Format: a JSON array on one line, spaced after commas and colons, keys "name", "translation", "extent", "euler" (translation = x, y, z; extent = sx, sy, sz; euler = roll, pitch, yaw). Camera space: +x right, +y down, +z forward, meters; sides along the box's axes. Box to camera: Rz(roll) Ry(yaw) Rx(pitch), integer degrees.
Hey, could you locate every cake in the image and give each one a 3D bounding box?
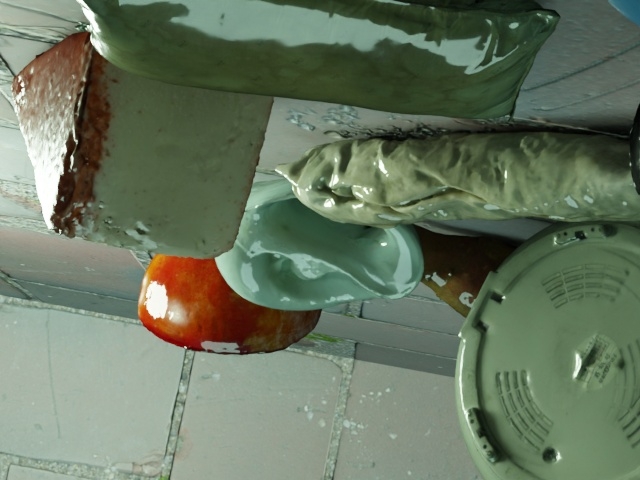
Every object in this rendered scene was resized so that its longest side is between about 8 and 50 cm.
[{"name": "cake", "translation": [-0.159, -0.065, 1.208], "extent": [0.158, 0.159, 0.262], "euler": [12, 172, -25]}]

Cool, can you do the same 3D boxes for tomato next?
[{"name": "tomato", "translation": [-0.097, 0.035, 1.757], "extent": [0.200, 0.139, 0.233], "euler": [14, -154, 19]}]

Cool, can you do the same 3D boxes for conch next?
[{"name": "conch", "translation": [-0.001, -0.005, 1.481], "extent": [0.221, 0.121, 0.185], "euler": [-3, 157, 21]}]

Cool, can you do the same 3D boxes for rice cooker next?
[{"name": "rice cooker", "translation": [0.325, 0.153, 1.447], "extent": [0.335, 0.335, 0.325], "euler": [2, 167, 39]}]

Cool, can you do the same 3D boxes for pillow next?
[{"name": "pillow", "translation": [-0.015, -0.131, 0.935], "extent": [0.302, 0.075, 0.185], "euler": [9, 168, 1]}]

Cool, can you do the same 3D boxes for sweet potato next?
[{"name": "sweet potato", "translation": [0.170, 0.043, 1.639], "extent": [0.385, 0.109, 0.109], "euler": [27, 166, -13]}]

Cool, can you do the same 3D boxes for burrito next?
[{"name": "burrito", "translation": [0.134, -0.046, 1.238], "extent": [0.392, 0.076, 0.117], "euler": [1, 167, 42]}]

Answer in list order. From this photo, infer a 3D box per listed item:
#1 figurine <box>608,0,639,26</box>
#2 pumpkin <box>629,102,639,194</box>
[{"name": "figurine", "translation": [0.282, -0.091, 0.472], "extent": [0.416, 0.298, 0.243], "euler": [-2, 130, 43]}, {"name": "pumpkin", "translation": [0.290, -0.047, 0.843], "extent": [0.233, 0.163, 0.233], "euler": [9, 168, 2]}]
